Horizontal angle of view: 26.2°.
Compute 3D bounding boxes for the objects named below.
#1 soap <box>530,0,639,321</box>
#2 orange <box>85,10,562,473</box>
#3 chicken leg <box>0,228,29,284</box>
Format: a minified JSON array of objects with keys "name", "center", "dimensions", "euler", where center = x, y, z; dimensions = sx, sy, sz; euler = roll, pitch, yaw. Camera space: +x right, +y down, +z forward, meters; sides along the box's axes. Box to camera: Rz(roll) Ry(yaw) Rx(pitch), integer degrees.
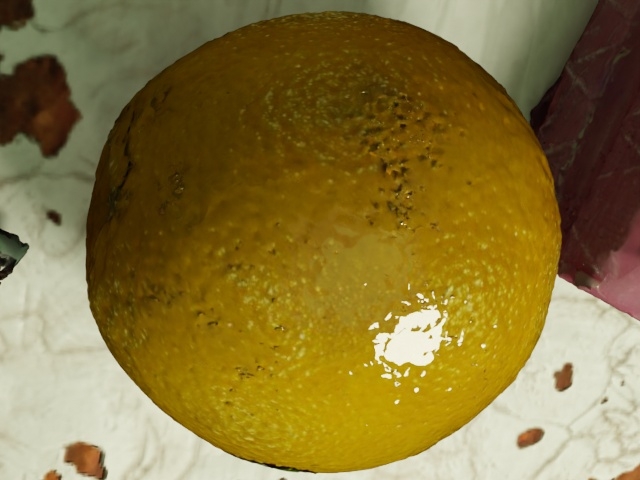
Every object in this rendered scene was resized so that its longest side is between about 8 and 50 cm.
[{"name":"soap","center":[0.261,-0.100,0.884],"dimensions":[0.127,0.220,0.325],"euler":[21,98,-32]},{"name":"orange","center":[0.000,0.000,0.796],"dimensions":[0.274,0.274,0.274],"euler":[-6,109,-17]},{"name":"chicken leg","center":[-0.267,-0.064,0.800],"dimensions":[0.106,0.051,0.253],"euler":[-33,117,-12]}]
